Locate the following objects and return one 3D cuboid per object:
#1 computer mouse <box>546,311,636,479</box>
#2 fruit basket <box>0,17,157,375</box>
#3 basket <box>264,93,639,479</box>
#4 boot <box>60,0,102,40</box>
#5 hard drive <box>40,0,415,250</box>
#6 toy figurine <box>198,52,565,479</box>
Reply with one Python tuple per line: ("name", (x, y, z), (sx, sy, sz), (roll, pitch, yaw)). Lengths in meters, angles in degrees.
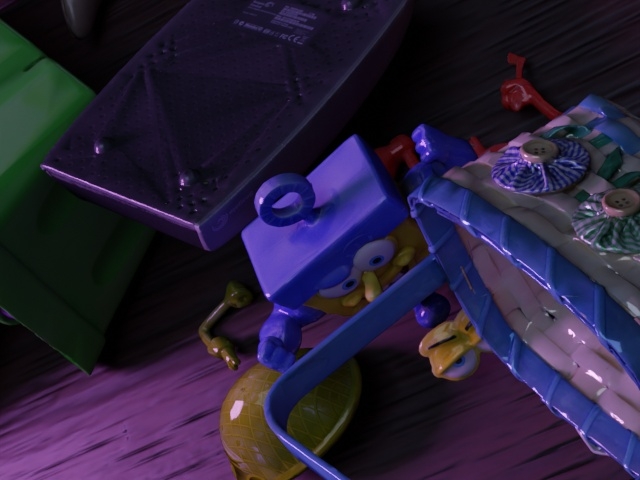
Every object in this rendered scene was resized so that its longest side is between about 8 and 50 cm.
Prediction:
("computer mouse", (0.196, 0.104, 1.136), (0.106, 0.042, 0.193), (-45, 35, 15))
("fruit basket", (-0.345, -0.007, 1.391), (0.392, 0.283, 0.392), (-8, 62, 16))
("basket", (0.130, 0.064, 1.018), (0.289, 0.201, 0.255), (-45, 42, -9))
("boot", (-0.171, -0.231, 1.447), (0.087, 0.042, 0.118), (-12, 74, 25))
("hard drive", (-0.059, -0.104, 1.248), (0.172, 0.054, 0.254), (21, 58, 34))
("toy figurine", (0.000, 0.000, 1.183), (0.362, 0.217, 0.191), (-38, 56, 19))
